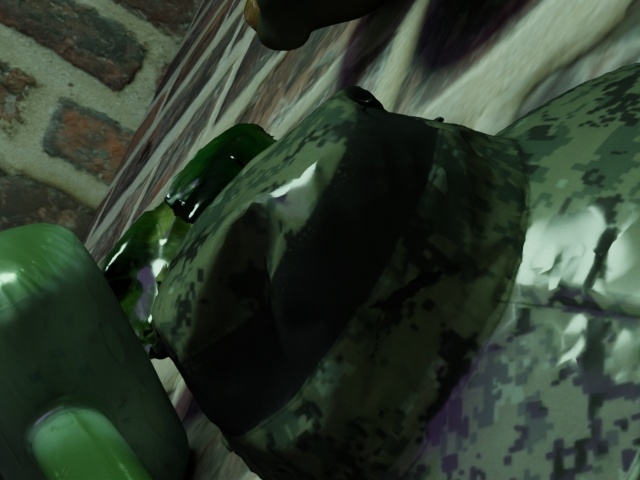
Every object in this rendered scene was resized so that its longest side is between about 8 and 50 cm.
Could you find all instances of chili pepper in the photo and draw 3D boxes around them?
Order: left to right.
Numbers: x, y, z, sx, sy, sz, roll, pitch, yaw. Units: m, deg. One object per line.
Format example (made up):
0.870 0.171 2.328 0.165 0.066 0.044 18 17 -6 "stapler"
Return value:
-0.065 0.013 0.776 0.148 0.116 0.264 -56 10 -20 "chili pepper"

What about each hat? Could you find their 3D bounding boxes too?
0.016 0.020 0.421 0.265 0.128 0.265 -51 16 21 "hat"

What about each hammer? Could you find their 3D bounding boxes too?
-0.116 0.121 0.650 0.119 0.206 0.335 -32 28 -15 "hammer"

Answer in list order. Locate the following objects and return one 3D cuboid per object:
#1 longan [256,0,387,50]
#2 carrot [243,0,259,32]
-0.003 -0.241 0.905 0.185 0.159 0.204 22 -95 -61 "longan"
-0.001 -0.315 1.285 0.248 0.059 0.059 -48 18 28 "carrot"
